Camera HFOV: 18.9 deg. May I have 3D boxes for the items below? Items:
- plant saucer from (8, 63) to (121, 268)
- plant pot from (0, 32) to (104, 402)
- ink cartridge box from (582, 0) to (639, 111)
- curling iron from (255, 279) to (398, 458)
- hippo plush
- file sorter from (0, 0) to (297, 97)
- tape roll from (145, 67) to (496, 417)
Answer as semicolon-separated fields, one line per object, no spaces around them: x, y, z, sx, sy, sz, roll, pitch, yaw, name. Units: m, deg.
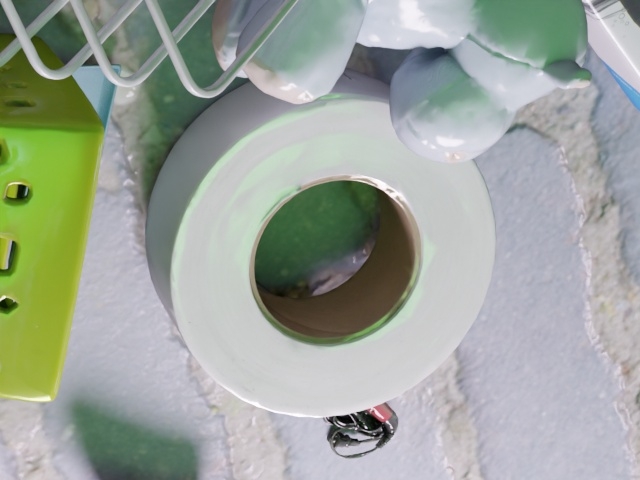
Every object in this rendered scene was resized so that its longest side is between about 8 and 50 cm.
-0.212;-0.058;1.565;0.067;0.018;0.192;-6;121;-39;plant saucer
-0.298;-0.027;1.423;0.207;0.228;0.227;4;110;-24;plant pot
0.296;-0.257;1.569;0.223;0.129;0.307;-39;123;5;ink cartridge box
-0.017;0.105;1.723;0.068;0.035;0.274;-36;124;4;curling iron
0.083;-0.196;1.464;0.236;0.234;0.294;30;114;-26;hippo plush
-0.168;-0.220;1.317;0.193;0.277;0.173;-54;138;-34;file sorter
0.000;0.000;1.610;0.286;0.100;0.286;-6;112;-15;tape roll
